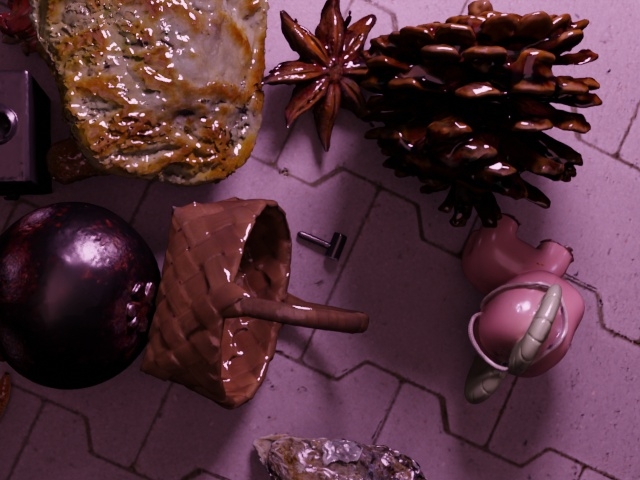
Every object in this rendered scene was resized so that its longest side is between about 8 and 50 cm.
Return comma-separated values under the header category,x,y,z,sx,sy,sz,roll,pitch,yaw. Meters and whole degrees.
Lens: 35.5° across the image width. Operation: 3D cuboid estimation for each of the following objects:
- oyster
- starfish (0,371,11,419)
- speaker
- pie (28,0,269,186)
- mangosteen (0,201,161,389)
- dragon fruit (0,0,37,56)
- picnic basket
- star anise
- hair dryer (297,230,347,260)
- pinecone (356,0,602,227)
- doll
category,x,y,z,sx,sy,sz,roll,pitch,yaw
oyster,0.045,0.413,1.672,0.351,0.158,0.162,26,44,2
starfish,-0.664,0.354,1.614,0.293,0.084,0.302,6,92,-7
speaker,-0.562,-0.159,1.563,0.254,0.232,0.184,0,87,-7
pie,-0.252,-0.295,1.574,0.395,0.180,0.418,-4,101,-27
mangosteen,-0.399,0.084,1.565,0.297,0.313,0.297,0,90,-42
dragon fruit,-0.434,-0.390,1.632,0.262,0.134,0.211,42,85,-4
picnic basket,-0.077,0.105,1.570,0.337,0.293,0.337,-2,84,16
star anise,0.002,-0.290,1.698,0.272,0.102,0.272,-8,105,-29
hair dryer,0.000,0.000,1.727,0.083,0.026,0.047,21,84,2
pinecone,0.252,-0.200,1.590,0.397,0.398,0.398,0,89,-6
doll,0.313,0.123,1.650,0.216,0.284,0.268,28,57,-1
